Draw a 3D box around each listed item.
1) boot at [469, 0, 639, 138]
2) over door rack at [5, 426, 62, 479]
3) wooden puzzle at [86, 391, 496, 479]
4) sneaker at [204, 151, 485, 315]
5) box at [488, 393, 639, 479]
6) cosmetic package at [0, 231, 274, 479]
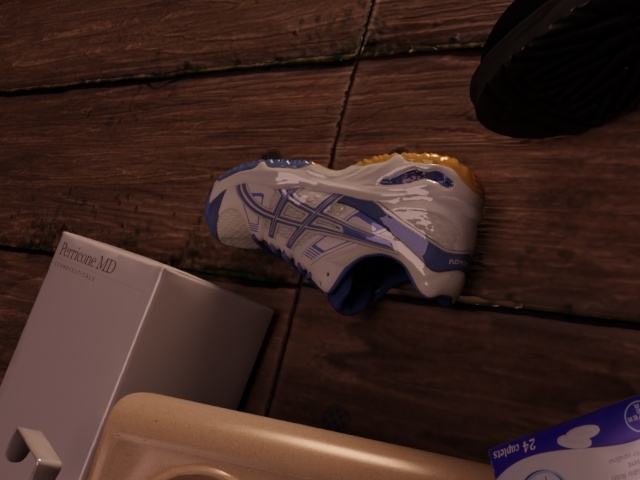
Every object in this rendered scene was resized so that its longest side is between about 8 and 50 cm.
[{"bbox_3d":[0.241,-0.265,0.650,0.348,0.131,0.260,-40,42,35],"label":"boot"},{"bbox_3d":[-0.176,0.332,0.658,0.108,0.240,0.324,9,79,47],"label":"over door rack"},{"bbox_3d":[-0.037,0.302,0.576,0.322,0.080,0.347,11,61,6],"label":"wooden puzzle"},{"bbox_3d":[0.000,0.000,0.747,0.297,0.112,0.130,-3,71,38],"label":"sneaker"},{"bbox_3d":[0.197,0.187,0.541,0.126,0.072,0.137,-29,57,27],"label":"box"},{"bbox_3d":[-0.215,0.195,0.807,0.197,0.155,0.365,12,81,44],"label":"cosmetic package"}]
